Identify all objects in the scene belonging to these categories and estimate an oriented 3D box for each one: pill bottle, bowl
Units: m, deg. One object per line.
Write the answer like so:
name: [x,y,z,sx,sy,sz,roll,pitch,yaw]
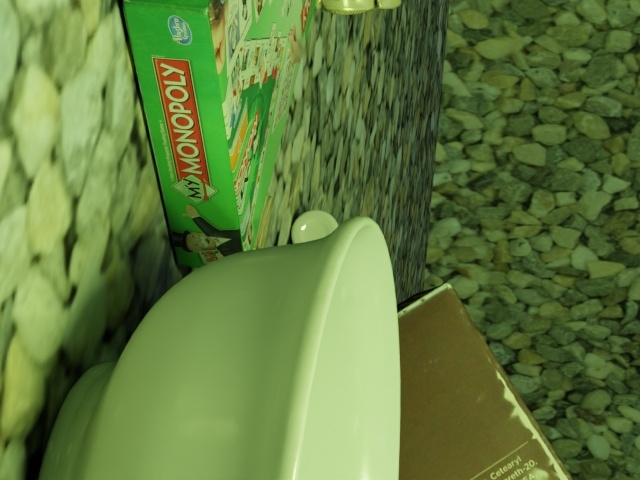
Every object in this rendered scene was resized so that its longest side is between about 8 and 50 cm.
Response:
pill bottle: [0.000,0.000,1.235,0.083,0.043,0.043,54,43,-79]
bowl: [-0.048,0.133,0.655,0.298,0.134,0.298,3,90,-78]

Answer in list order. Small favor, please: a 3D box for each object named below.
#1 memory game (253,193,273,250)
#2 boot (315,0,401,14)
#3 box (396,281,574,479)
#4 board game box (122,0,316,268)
memory game: [-0.058,0.056,0.894,0.186,0.012,0.186,13,90,-89]
boot: [0.027,-0.273,1.046,0.262,0.095,0.204,-75,171,-78]
box: [0.058,0.157,0.889,0.203,0.167,0.168,58,-4,2]
board game box: [-0.041,-0.170,0.815,0.214,0.046,0.317,87,12,-53]
